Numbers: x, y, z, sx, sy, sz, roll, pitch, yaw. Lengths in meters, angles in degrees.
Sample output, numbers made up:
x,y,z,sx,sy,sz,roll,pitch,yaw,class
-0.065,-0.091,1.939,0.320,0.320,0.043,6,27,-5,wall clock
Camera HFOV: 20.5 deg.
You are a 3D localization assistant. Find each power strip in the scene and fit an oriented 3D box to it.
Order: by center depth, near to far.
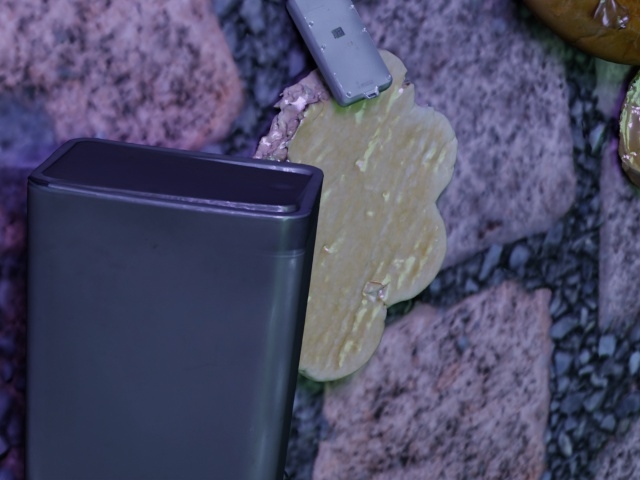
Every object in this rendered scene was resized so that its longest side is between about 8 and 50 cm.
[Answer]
x,y,z,sx,sy,sz,roll,pitch,yaw,class
0.013,-0.131,1.163,0.040,0.016,0.090,-25,82,-23,power strip

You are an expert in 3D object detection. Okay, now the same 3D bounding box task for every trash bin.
x,y,z,sx,sy,sz,roll,pitch,yaw,class
-0.091,0.072,1.079,0.164,0.122,0.240,6,107,5,trash bin

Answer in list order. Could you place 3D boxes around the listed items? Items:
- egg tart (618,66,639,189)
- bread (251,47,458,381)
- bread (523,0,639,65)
x,y,z,sx,sy,sz,roll,pitch,yaw,class
0.287,-0.091,1.385,0.129,0.049,0.128,-10,109,-32,egg tart
0.000,0.000,1.210,0.251,0.039,0.182,-52,128,-11,bread
0.195,-0.193,1.270,0.189,0.077,0.114,35,63,-37,bread
